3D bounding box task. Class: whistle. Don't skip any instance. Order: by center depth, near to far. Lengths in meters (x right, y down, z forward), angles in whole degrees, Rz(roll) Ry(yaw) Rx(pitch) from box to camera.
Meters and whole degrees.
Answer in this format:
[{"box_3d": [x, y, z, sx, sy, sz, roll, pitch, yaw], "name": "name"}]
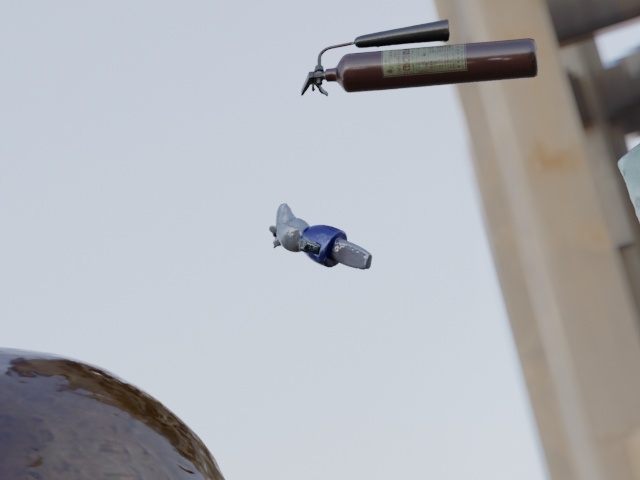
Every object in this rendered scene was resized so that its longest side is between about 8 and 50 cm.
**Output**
[{"box_3d": [0.000, 0.000, 1.335, 0.083, 0.033, 0.029, 21, 25, 28], "name": "whistle"}]

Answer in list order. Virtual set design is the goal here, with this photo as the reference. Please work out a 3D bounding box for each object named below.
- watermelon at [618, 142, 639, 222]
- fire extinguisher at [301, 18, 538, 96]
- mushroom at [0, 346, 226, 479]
[{"box_3d": [0.290, 0.038, 1.121, 0.290, 0.213, 0.320, 29, 1, 11], "name": "watermelon"}, {"box_3d": [0.068, -0.132, 1.385, 0.173, 0.049, 0.035, -5, 9, 7], "name": "fire extinguisher"}, {"box_3d": [-0.193, 0.196, 0.972, 0.345, 0.345, 0.239, -20, -36, 16], "name": "mushroom"}]
